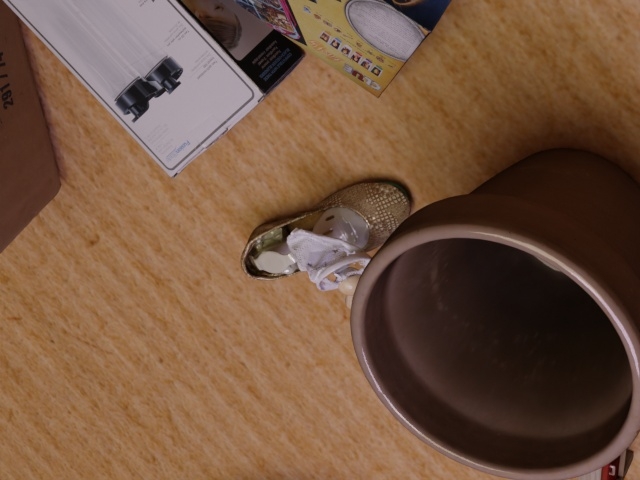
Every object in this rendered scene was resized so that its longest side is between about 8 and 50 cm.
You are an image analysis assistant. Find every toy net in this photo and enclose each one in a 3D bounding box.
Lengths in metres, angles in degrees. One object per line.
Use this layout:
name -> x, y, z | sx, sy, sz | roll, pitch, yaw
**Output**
toy net -> 0.062, 0.059, 1.486 | 0.122, 0.045, 0.232 | -18, 137, 43

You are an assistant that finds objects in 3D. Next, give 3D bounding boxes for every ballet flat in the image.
ballet flat -> 0.000, 0.000, 1.519 | 0.206, 0.067, 0.073 | -24, 107, 40

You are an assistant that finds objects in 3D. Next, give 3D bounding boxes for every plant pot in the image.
plant pot -> 0.189, 0.040, 1.323 | 0.263, 0.229, 0.263 | 16, 128, 21

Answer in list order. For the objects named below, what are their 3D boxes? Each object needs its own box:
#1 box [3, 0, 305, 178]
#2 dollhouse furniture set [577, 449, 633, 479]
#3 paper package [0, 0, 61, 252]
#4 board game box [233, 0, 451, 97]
box -> -0.176, -0.219, 1.451 | 0.290, 0.087, 0.169 | 46, 133, -6
dollhouse furniture set -> 0.312, 0.267, 1.484 | 0.129, 0.129, 0.183 | 13, 128, 23
paper package -> -0.428, -0.116, 1.527 | 0.168, 0.309, 0.324 | 5, 125, 24
board game box -> -0.020, -0.231, 1.316 | 0.243, 0.042, 0.165 | 34, 161, -4
